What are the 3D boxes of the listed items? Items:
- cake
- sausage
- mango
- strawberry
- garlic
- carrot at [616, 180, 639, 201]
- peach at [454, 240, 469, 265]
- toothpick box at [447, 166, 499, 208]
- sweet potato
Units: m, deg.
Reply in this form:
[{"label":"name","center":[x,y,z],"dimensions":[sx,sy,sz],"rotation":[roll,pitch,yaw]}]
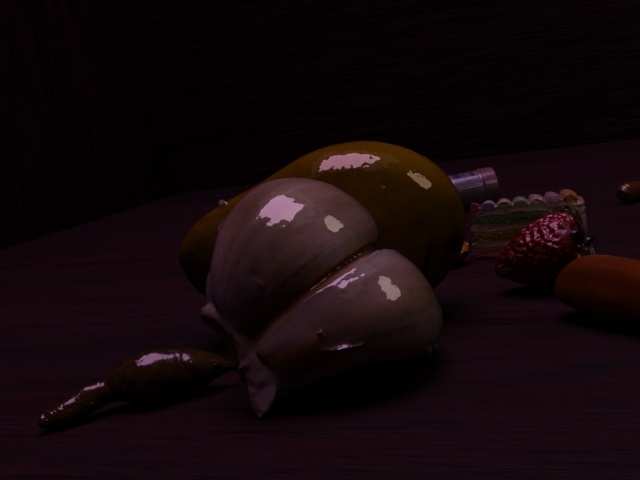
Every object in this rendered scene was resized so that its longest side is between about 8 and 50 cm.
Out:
[{"label":"cake","center":[0.399,-0.030,1.792],"dimensions":[0.225,0.110,0.090],"rotation":[-9,10,-2]},{"label":"sausage","center":[0.410,0.068,1.254],"dimensions":[0.098,0.098,0.238],"rotation":[-14,11,-26]},{"label":"mango","center":[0.000,0.000,1.455],"dimensions":[0.444,0.301,0.221],"rotation":[-10,38,0]},{"label":"strawberry","center":[0.361,0.019,1.505],"dimensions":[0.148,0.131,0.131],"rotation":[-3,11,41]},{"label":"garlic","center":[0.012,0.066,1.207],"dimensions":[0.313,0.250,0.286],"rotation":[-19,49,-35]},{"label":"carrot","center":[0.768,-0.122,2.213],"dimensions":[0.216,0.048,0.048],"rotation":[-10,8,-37]},{"label":"peach","center":[0.242,0.023,1.801],"dimensions":[0.077,0.050,0.083],"rotation":[28,41,35]},{"label":"toothpick box","center":[0.379,-0.130,2.450],"dimensions":[0.148,0.099,0.098],"rotation":[-11,9,-8]},{"label":"sweet potato","center":[-0.241,0.184,1.243],"dimensions":[0.269,0.075,0.075],"rotation":[-16,11,-15]}]
